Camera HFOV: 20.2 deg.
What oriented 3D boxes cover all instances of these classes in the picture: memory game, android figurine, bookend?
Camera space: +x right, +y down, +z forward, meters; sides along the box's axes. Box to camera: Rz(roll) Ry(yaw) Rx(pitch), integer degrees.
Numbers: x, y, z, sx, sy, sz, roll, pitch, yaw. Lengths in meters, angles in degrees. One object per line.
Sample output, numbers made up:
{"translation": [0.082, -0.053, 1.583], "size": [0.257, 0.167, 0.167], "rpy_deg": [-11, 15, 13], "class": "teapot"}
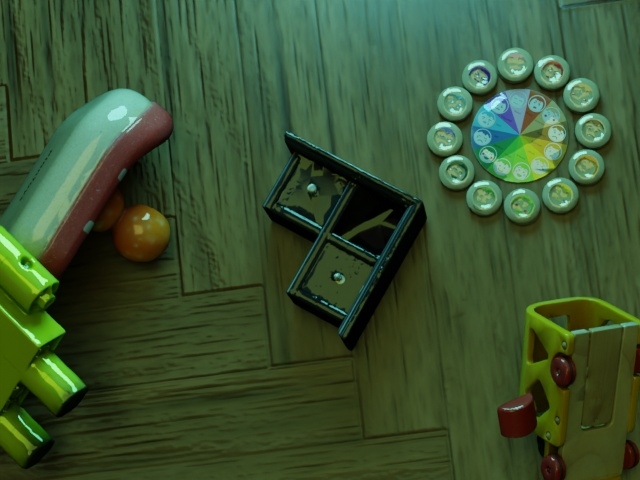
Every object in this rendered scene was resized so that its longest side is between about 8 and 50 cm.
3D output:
{"translation": [0.201, -0.106, 1.811], "size": [0.186, 0.012, 0.186], "rpy_deg": [-2, 77, 7], "class": "memory game"}
{"translation": [-0.347, 0.089, 1.741], "size": [0.273, 0.056, 0.248], "rpy_deg": [42, 126, 13], "class": "android figurine"}
{"translation": [0.000, 0.000, 1.779], "size": [0.157, 0.072, 0.156], "rpy_deg": [29, 82, 12], "class": "bookend"}

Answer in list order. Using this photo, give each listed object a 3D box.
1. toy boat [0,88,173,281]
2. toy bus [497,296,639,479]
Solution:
{"translation": [-0.215, -0.034, 1.795], "size": [0.151, 0.151, 0.231], "rpy_deg": [34, 83, -18], "class": "toy boat"}
{"translation": [0.238, 0.152, 1.700], "size": [0.202, 0.191, 0.104], "rpy_deg": [-48, 33, -6], "class": "toy bus"}
